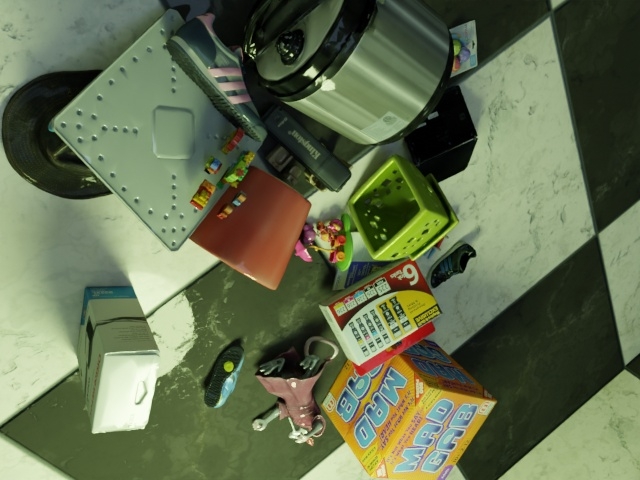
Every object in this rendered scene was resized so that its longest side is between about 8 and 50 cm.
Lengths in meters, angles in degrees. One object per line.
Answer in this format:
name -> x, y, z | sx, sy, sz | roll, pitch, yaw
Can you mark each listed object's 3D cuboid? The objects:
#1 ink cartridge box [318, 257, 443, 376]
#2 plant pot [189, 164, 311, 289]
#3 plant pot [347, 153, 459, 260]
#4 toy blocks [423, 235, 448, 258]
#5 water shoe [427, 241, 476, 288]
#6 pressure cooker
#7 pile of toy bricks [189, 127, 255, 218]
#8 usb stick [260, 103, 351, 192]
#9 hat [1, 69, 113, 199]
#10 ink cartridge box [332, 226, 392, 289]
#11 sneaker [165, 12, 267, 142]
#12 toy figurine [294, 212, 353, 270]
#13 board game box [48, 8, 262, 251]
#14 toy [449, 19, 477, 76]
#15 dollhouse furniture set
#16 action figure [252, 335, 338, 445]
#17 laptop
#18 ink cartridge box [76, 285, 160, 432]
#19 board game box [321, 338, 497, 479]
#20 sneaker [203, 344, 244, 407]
ink cartridge box -> 0.200, 0.240, 1.791 | 0.310, 0.130, 0.271 | -29, 94, -12
plant pot -> -0.165, -0.042, 1.498 | 0.275, 0.275, 0.243 | 35, 86, -37
plant pot -> 0.250, -0.080, 1.693 | 0.207, 0.228, 0.227 | 12, 134, -41
toy blocks -> 0.369, -0.015, 1.929 | 0.123, 0.054, 0.148 | 22, 103, -37
water shoe -> 0.452, 0.092, 2.016 | 0.073, 0.080, 0.203 | 37, 94, -37
pressure cooker -> 0.050, -0.449, 1.317 | 0.420, 0.375, 0.369 | 21, 107, -36
pile of toy bricks -> -0.201, -0.154, 1.341 | 0.118, 0.105, 0.212 | 36, 65, -21
usb stick -> -0.037, -0.237, 1.510 | 0.278, 0.045, 0.077 | 42, 90, -7
hat -> -0.511, -0.212, 1.279 | 0.331, 0.134, 0.331 | -14, 122, -23
ink cartridge box -> 0.138, 0.056, 1.841 | 0.208, 0.045, 0.206 | 0, 116, -31
sneaker -> -0.198, -0.364, 1.321 | 0.131, 0.112, 0.319 | -52, 133, -13
toy figurine -> 0.000, 0.000, 1.707 | 0.159, 0.130, 0.173 | 4, 91, -21
board game box -> -0.343, -0.240, 1.311 | 0.390, 0.050, 0.390 | -57, 132, -26
toy -> 0.365, -0.520, 1.657 | 0.237, 0.056, 0.136 | -25, 126, -16
dollhouse furniture set -> -0.031, -0.207, 1.557 | 0.144, 0.123, 0.151 | -48, 128, 1
action figure -> -0.073, 0.516, 1.914 | 0.276, 0.248, 0.370 | -43, 132, -38
laptop -> 0.345, -0.301, 1.790 | 0.234, 0.136, 0.264 | -26, 99, -16
ink cartridge box -> -0.506, 0.281, 1.432 | 0.129, 0.307, 0.223 | 4, 113, -31
board game box -> 0.293, 0.558, 2.002 | 0.357, 0.356, 0.356 | 20, 104, -36
sneaker -> -0.286, 0.415, 1.792 | 0.209, 0.069, 0.082 | -64, 159, 3
